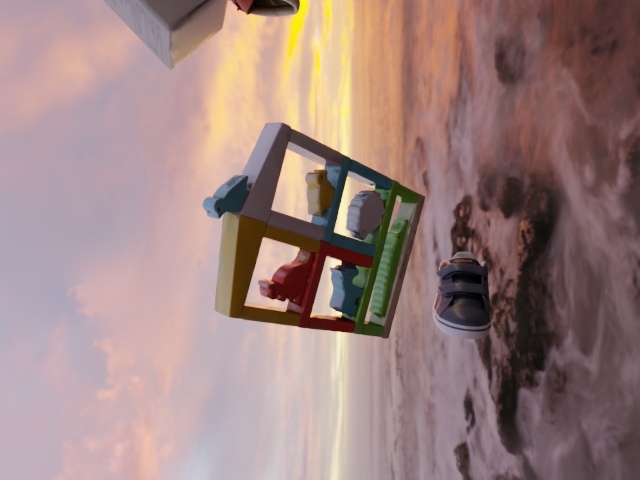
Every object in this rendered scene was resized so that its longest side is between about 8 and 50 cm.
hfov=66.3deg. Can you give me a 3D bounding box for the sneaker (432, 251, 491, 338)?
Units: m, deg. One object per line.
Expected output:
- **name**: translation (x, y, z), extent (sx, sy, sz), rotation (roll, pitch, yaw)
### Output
- **sneaker**: translation (0.325, 0.113, 1.131), extent (0.321, 0.126, 0.127), rotation (-51, -37, -72)

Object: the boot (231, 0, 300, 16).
- **boot**: translation (-0.089, -0.264, 0.472), extent (0.059, 0.158, 0.084), rotation (151, 124, -81)

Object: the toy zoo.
- **toy zoo**: translation (0.000, 0.000, 0.534), extent (0.293, 0.030, 0.192), rotation (17, -93, -43)

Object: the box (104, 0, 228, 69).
- **box**: translation (-0.286, -0.423, 0.710), extent (0.121, 0.311, 0.148), rotation (-46, 10, -14)
